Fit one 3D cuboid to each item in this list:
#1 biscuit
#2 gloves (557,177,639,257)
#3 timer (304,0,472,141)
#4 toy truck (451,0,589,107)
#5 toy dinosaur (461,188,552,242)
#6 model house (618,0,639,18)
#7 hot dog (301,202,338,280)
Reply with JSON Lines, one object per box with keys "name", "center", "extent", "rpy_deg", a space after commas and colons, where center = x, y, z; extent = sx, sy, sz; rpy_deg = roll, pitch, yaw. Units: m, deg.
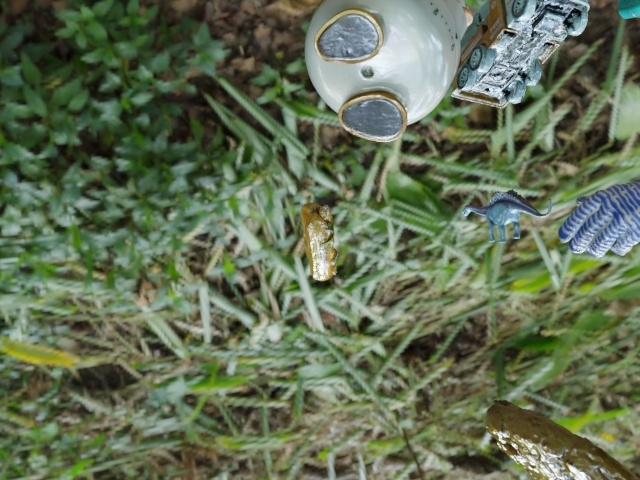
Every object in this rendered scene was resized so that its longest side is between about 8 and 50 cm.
{"name": "biscuit", "center": [0.376, 0.350, 1.399], "extent": [0.075, 0.296, 0.296], "rpy_deg": [-55, 152, -13]}
{"name": "gloves", "center": [0.454, -0.043, 1.315], "extent": [0.229, 0.119, 0.097], "rpy_deg": [-26, 128, 19]}
{"name": "timer", "center": [0.101, -0.293, 1.375], "extent": [0.233, 0.240, 0.233], "rpy_deg": [12, 129, 16]}
{"name": "toy truck", "center": [0.367, -0.413, 1.698], "extent": [0.133, 0.184, 0.338], "rpy_deg": [9, 147, -21]}
{"name": "toy dinosaur", "center": [0.288, -0.039, 1.426], "extent": [0.045, 0.080, 0.197], "rpy_deg": [-9, -177, -32]}
{"name": "model house", "center": [0.616, -0.472, 1.689], "extent": [0.127, 0.100, 0.149], "rpy_deg": [43, 82, -16]}
{"name": "hot dog", "center": [0.000, 0.000, 2.062], "extent": [0.072, 0.109, 0.269], "rpy_deg": [-13, 149, -7]}
